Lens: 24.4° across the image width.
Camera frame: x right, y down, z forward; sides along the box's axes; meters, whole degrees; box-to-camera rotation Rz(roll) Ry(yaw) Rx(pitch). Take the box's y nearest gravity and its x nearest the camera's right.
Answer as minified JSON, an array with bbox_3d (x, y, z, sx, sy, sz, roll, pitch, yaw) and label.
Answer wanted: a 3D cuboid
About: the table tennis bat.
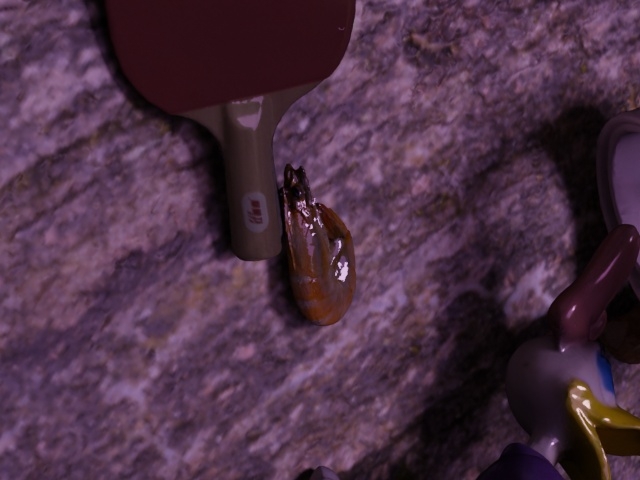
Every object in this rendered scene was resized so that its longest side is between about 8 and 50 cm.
[{"bbox_3d":[-0.046,-0.101,0.808,0.138,0.022,0.246,-11,118,-13],"label":"table tennis bat"}]

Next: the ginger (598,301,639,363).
[{"bbox_3d":[0.325,-0.040,1.153,0.333,0.081,0.148,-61,147,-13],"label":"ginger"}]

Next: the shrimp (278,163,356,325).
[{"bbox_3d":[0.000,0.000,0.900,0.059,0.023,0.108,-30,119,-45],"label":"shrimp"}]

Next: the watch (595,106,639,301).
[{"bbox_3d":[0.307,0.000,0.979,0.196,0.244,0.231,-21,110,-11],"label":"watch"}]

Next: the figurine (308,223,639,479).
[{"bbox_3d":[0.098,0.181,0.939,0.421,0.193,0.154,-42,163,-24],"label":"figurine"}]
